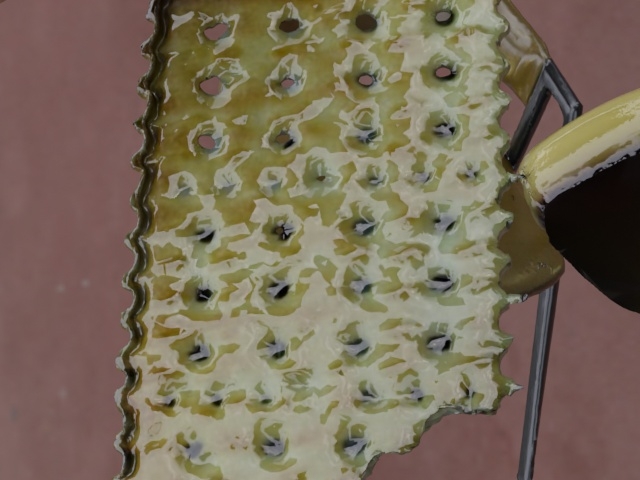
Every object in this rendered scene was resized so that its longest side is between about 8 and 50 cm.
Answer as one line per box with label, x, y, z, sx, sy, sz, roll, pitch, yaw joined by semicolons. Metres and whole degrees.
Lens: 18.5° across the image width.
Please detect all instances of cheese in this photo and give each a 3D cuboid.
cheese;0.150;-0.035;0.651;0.162;0.086;0.036;-30;33;31

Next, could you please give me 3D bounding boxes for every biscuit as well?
biscuit;0.000;0.000;0.674;0.016;0.144;0.203;54;-145;-68

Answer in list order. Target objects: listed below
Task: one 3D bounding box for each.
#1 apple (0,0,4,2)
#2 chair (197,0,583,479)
apple;-0.211;-0.183;0.583;0.179;0.346;0.254;-75;9;-51
chair;0.026;-0.018;0.924;0.172;0.159;0.247;-109;22;-47
